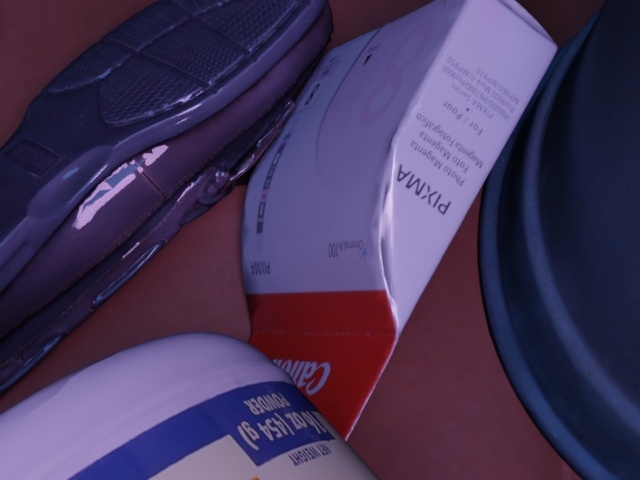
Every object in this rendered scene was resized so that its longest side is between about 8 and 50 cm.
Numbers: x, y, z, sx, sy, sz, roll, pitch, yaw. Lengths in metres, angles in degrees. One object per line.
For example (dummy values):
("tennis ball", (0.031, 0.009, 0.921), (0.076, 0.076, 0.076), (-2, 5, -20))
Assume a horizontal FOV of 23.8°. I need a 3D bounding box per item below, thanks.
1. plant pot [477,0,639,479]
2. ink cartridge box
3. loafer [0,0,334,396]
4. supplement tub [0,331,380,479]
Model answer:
("plant pot", (0.248, -0.042, 0.646), (0.341, 0.334, 0.341), (-1, 73, 2))
("ink cartridge box", (0.000, 0.000, 0.719), (0.066, 0.189, 0.232), (38, 74, -16))
("loafer", (-0.108, -0.031, 0.798), (0.302, 0.095, 0.109), (-41, 44, -15))
("supplement tub", (-0.013, 0.218, 0.504), (0.235, 0.235, 0.325), (-40, 73, -10))
